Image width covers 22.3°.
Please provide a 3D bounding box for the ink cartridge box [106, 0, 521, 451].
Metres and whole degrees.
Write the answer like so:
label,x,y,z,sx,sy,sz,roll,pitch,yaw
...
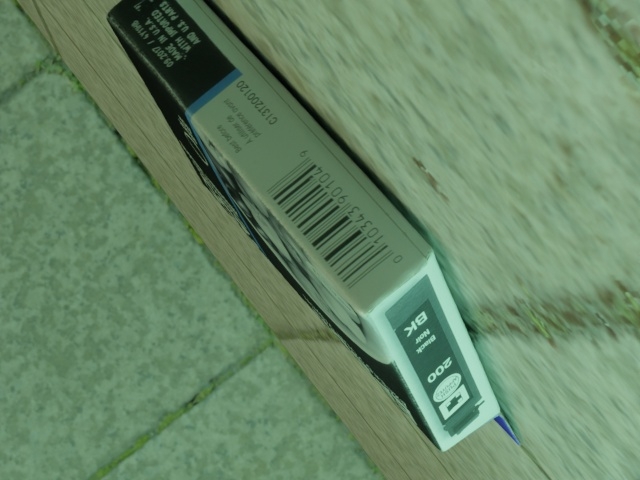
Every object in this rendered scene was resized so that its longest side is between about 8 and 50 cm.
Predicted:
label,x,y,z,sx,sy,sz,roll,pitch,yaw
ink cartridge box,0.000,0.000,0.753,0.206,0.045,0.208,48,174,32
